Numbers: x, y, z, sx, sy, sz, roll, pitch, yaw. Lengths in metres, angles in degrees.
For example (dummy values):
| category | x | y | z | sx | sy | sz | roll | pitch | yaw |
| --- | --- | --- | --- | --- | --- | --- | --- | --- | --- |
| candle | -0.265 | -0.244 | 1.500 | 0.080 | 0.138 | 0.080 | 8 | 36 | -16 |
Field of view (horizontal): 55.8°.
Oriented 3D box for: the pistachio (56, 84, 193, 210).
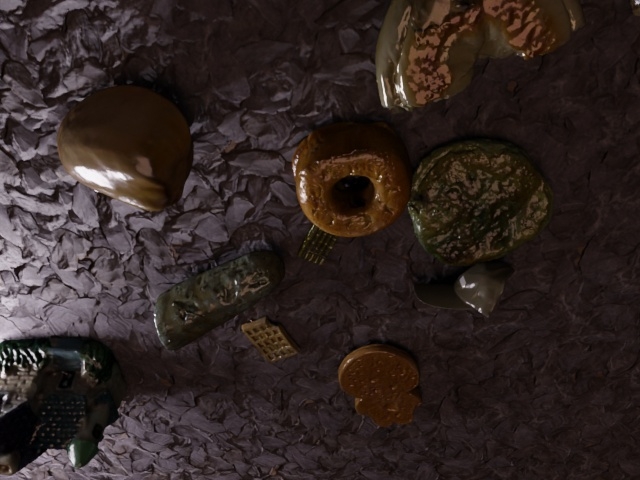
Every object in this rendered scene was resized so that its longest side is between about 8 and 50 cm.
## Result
| category | x | y | z | sx | sy | sz | roll | pitch | yaw |
| --- | --- | --- | --- | --- | --- | --- | --- | --- | --- |
| pistachio | -0.349 | -0.170 | 1.065 | 0.261 | 0.163 | 0.212 | 13 | 107 | 10 |

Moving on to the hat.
| category | x | y | z | sx | sy | sz | roll | pitch | yaw |
| --- | --- | --- | --- | --- | --- | --- | --- | --- | --- |
| hat | 0.294 | 0.080 | 1.250 | 0.173 | 0.166 | 0.144 | 25 | 103 | 13 |

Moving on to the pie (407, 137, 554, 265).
| category | x | y | z | sx | sy | sz | roll | pitch | yaw |
| --- | --- | --- | --- | --- | --- | --- | --- | --- | --- |
| pie | 0.300 | -0.069 | 1.147 | 0.277 | 0.078 | 0.277 | 0 | 126 | 1 |

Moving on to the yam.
| category | x | y | z | sx | sy | sz | roll | pitch | yaw |
| --- | --- | --- | --- | --- | --- | --- | --- | --- | --- |
| yam | -0.219 | 0.119 | 1.284 | 0.330 | 0.133 | 0.133 | -27 | 121 | 19 |

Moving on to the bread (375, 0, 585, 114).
| category | x | y | z | sx | sy | sz | roll | pitch | yaw |
| --- | --- | --- | --- | --- | --- | --- | --- | --- | --- |
| bread | 0.199 | -0.329 | 0.894 | 0.314 | 0.171 | 0.192 | -28 | 122 | 22 |

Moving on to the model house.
| category | x | y | z | sx | sy | sz | roll | pitch | yaw |
| --- | --- | --- | --- | --- | --- | --- | --- | --- | --- |
| model house | -0.657 | 0.413 | 1.446 | 0.299 | 0.284 | 0.243 | 0 | 132 | 3 |

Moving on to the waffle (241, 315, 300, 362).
| category | x | y | z | sx | sy | sz | roll | pitch | yaw |
| --- | --- | --- | --- | --- | --- | --- | --- | --- | --- |
| waffle | -0.117 | 0.234 | 1.435 | 0.092 | 0.021 | 0.135 | -20 | 124 | 19 |

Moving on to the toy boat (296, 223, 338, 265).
| category | x | y | z | sx | sy | sz | roll | pitch | yaw |
| --- | --- | --- | --- | --- | --- | --- | --- | --- | --- |
| toy boat | 0.000 | 0.000 | 1.253 | 0.063 | 0.016 | 0.115 | 20 | 126 | -11 |

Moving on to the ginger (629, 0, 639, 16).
| category | x | y | z | sx | sy | sz | roll | pitch | yaw |
| --- | --- | --- | --- | --- | --- | --- | --- | --- | --- |
| ginger | 0.555 | -0.399 | 0.882 | 0.204 | 0.080 | 0.104 | -39 | 102 | 25 |

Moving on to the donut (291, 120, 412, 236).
| category | x | y | z | sx | sy | sz | roll | pitch | yaw |
| --- | --- | --- | --- | --- | --- | --- | --- | --- | --- |
| donut | 0.059 | -0.111 | 1.106 | 0.227 | 0.113 | 0.226 | 1 | 128 | 1 |

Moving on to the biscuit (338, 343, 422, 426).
| category | x | y | z | sx | sy | sz | roll | pitch | yaw |
| --- | --- | --- | --- | --- | --- | --- | --- | --- | --- |
| biscuit | 0.157 | 0.361 | 1.501 | 0.202 | 0.044 | 0.288 | -15 | 126 | 15 |
